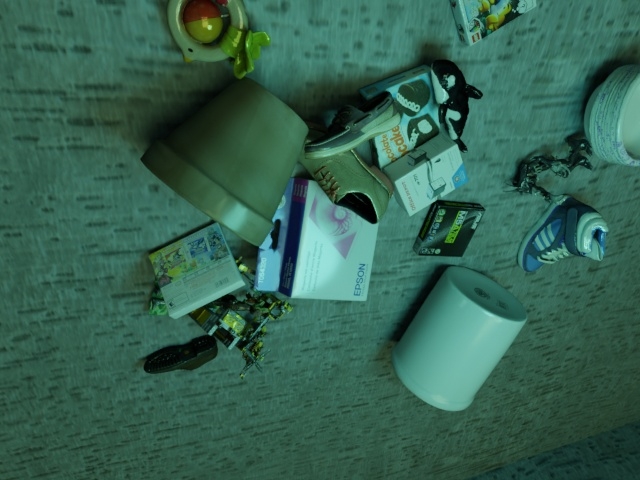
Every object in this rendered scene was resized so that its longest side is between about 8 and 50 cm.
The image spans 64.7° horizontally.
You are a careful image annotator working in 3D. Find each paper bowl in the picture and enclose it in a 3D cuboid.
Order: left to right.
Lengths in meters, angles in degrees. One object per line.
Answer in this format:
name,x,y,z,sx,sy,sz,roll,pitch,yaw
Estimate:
paper bowl,0.892,-0.367,1.480,0.284,0.148,0.285,-10,110,-29

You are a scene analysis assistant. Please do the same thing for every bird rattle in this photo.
bird rattle,-0.210,-0.456,1.017,0.206,0.143,0.254,-10,126,5

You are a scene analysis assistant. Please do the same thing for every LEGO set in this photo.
LEGO set,-0.205,0.211,1.414,0.255,0.192,0.331,-44,130,-18

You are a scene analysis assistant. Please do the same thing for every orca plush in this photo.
orca plush,0.363,-0.345,1.294,0.102,0.151,0.287,0,136,26

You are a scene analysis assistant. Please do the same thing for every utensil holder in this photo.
utensil holder,0.468,0.326,1.739,0.327,0.328,0.386,11,117,-28

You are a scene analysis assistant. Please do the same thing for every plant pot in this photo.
plant pot,-0.181,-0.191,1.122,0.323,0.323,0.280,37,91,-37

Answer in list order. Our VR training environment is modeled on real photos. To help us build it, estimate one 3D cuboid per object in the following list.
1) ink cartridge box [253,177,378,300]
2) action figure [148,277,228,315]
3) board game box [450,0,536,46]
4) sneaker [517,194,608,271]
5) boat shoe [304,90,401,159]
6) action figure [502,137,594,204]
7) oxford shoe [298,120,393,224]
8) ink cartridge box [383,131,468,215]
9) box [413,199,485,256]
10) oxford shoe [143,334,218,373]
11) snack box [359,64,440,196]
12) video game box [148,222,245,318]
ink cartridge box,0.000,0.000,1.391,0.329,0.071,0.325,4,99,-26
action figure,-0.361,0.168,1.452,0.232,0.063,0.137,6,119,-30
board game box,0.381,-0.637,1.165,0.192,0.053,0.305,-32,130,2
sneaker,0.829,0.028,1.715,0.130,0.236,0.323,7,121,-26
boat shoe,0.070,-0.270,1.179,0.285,0.102,0.093,-29,113,-26
action figure,0.714,-0.203,1.566,0.275,0.141,0.164,-30,142,-1
oxford shoe,0.038,-0.170,1.268,0.348,0.130,0.123,31,141,-16
ink cartridge box,0.285,-0.177,1.367,0.190,0.082,0.140,-33,131,1
box,0.413,-0.034,1.626,0.184,0.045,0.191,5,123,-22
oxford shoe,-0.426,0.375,1.561,0.227,0.083,0.096,-13,133,-12
snack box,0.226,-0.282,1.357,0.187,0.060,0.322,-23,130,-5
video game box,-0.324,0.077,1.317,0.205,0.187,0.048,-26,158,-2
